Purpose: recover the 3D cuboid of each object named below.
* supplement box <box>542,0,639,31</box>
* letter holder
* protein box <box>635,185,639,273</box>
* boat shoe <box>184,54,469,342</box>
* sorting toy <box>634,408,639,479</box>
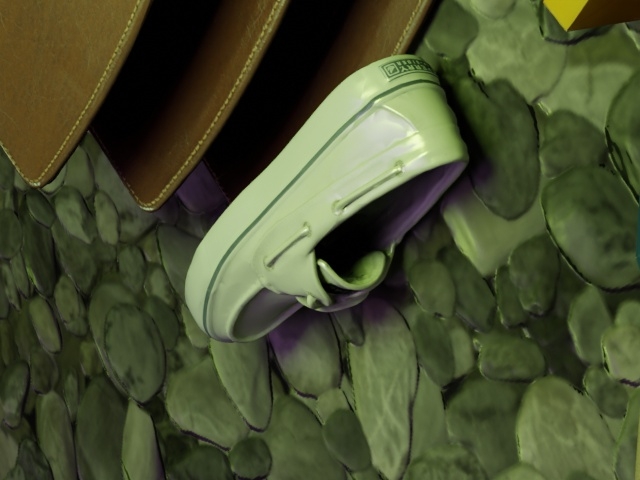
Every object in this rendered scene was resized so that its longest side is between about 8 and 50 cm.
[{"bbox_3d":[0.145,-0.234,0.873,0.194,0.129,0.191,56,137,24],"label":"supplement box"},{"bbox_3d":[-0.074,-0.142,1.157,0.214,0.152,0.302,55,137,23],"label":"letter holder"},{"bbox_3d":[0.207,-0.028,0.749,0.200,0.136,0.201,-92,-1,-59],"label":"protein box"},{"bbox_3d":[0.000,0.000,1.148,0.084,0.095,0.258,63,141,24],"label":"boat shoe"},{"bbox_3d":[0.222,0.151,0.886,0.307,0.041,0.229,-130,42,-65],"label":"sorting toy"}]
